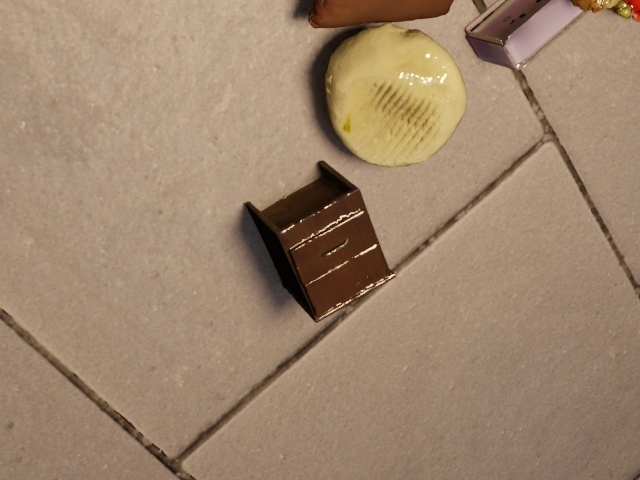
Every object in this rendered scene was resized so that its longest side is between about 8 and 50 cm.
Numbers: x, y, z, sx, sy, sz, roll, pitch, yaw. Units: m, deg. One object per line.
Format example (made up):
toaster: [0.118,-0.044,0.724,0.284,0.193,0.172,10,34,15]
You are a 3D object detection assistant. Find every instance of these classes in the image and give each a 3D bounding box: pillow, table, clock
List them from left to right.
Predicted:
table: [0.000,0.000,1.777,0.169,0.172,0.193,-29,122,-12]
pillow: [0.151,-0.478,1.618,0.305,0.108,0.308,-14,148,-33]
clock: [0.373,-0.400,1.803,0.193,0.144,0.073,-40,118,-5]

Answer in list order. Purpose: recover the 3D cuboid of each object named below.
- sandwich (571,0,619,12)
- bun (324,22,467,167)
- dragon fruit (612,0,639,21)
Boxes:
sandwich: [0.496,-0.549,1.652,0.249,0.095,0.273,-35,129,-18]
bun: [0.130,-0.260,1.726,0.259,0.160,0.259,6,137,6]
dragon fruit: [0.621,-0.493,1.880,0.166,0.160,0.172,-27,139,-64]
